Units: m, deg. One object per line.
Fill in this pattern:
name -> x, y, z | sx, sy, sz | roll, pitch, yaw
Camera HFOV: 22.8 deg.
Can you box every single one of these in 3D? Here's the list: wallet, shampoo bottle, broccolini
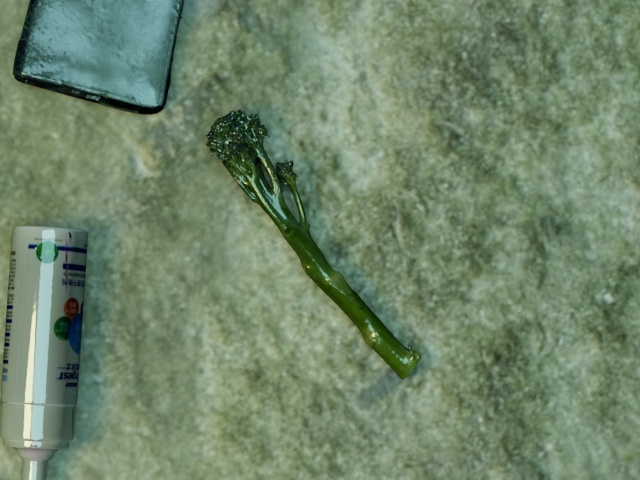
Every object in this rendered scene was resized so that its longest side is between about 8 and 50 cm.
wallet -> -0.246, -0.352, 1.935 | 0.190, 0.046, 0.379 | 12, 84, -8
shampoo bottle -> -0.327, 0.136, 1.867 | 0.092, 0.092, 0.303 | 4, 85, -8
broccolini -> 0.001, 0.000, 1.943 | 0.074, 0.079, 0.392 | -38, 100, 14
